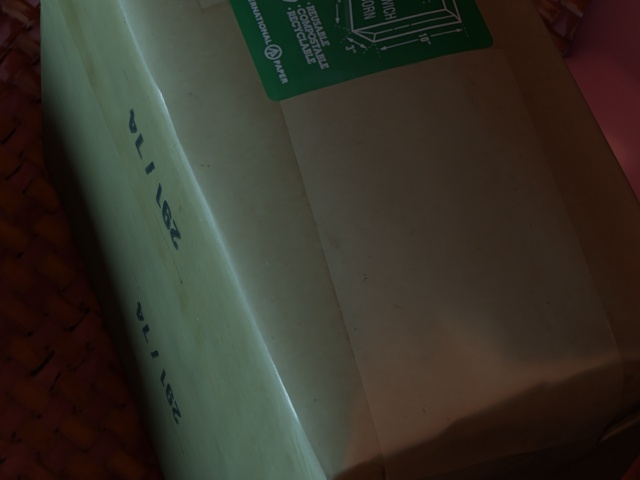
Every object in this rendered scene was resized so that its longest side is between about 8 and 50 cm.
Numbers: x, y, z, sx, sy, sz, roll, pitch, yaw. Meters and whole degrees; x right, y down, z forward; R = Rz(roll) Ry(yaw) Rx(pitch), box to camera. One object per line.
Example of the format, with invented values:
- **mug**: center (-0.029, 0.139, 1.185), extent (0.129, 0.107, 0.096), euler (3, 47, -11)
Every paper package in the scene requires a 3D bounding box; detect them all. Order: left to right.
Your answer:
- **paper package**: center (0.000, 0.000, 0.774), extent (0.168, 0.309, 0.325), euler (-16, 66, -17)

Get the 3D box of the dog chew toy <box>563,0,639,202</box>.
- **dog chew toy**: center (0.229, -0.080, 0.928), extent (0.332, 0.206, 0.206), euler (-28, 78, -12)
